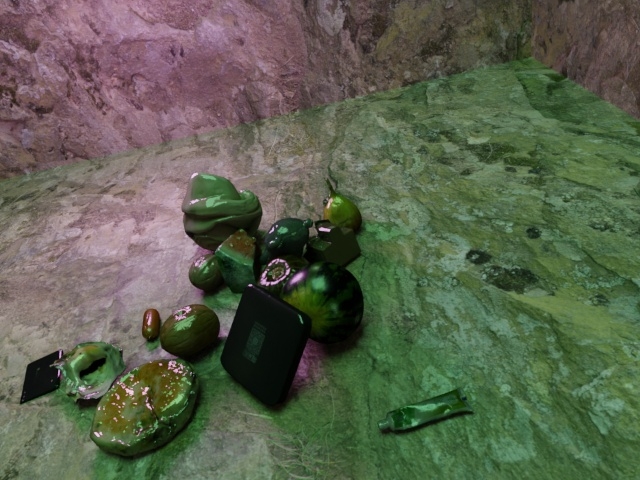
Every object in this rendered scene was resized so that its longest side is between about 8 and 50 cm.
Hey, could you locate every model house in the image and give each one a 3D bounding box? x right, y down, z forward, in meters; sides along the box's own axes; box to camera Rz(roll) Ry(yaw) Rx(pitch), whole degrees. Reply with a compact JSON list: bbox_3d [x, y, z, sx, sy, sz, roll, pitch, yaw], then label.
[{"bbox_3d":[0.000,0.000,1.944,0.181,0.176,0.248,-36,29,-29],"label":"model house"}]

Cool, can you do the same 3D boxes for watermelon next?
[{"bbox_3d":[0.006,0.191,1.554,0.269,0.269,0.269,-10,34,7],"label":"watermelon"},{"bbox_3d":[-0.292,0.054,1.937,0.140,0.192,0.256,-5,33,15],"label":"watermelon"}]

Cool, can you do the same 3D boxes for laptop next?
[{"bbox_3d":[-0.978,0.473,1.741,0.135,0.016,0.197,-23,34,-10],"label":"laptop"}]

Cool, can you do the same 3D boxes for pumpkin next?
[{"bbox_3d":[-0.124,0.156,1.768,0.219,0.162,0.219,-24,43,25],"label":"pumpkin"}]

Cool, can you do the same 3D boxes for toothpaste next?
[{"bbox_3d":[0.268,0.445,1.286,0.248,0.046,0.078,-16,38,-6],"label":"toothpaste"}]

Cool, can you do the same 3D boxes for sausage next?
[{"bbox_3d":[-0.623,0.301,1.824,0.062,0.054,0.183,8,27,-17],"label":"sausage"}]

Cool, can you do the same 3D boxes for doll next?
[{"bbox_3d":[-0.125,0.014,1.920,0.246,0.340,0.158,-40,84,-19],"label":"doll"}]

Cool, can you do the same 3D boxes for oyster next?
[{"bbox_3d":[-0.760,0.429,1.645,0.275,0.100,0.271,-24,36,-4],"label":"oyster"}]

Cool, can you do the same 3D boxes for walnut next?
[{"bbox_3d":[-0.438,0.124,1.941,0.140,0.140,0.162,11,52,33],"label":"walnut"},{"bbox_3d":[-0.438,0.301,1.660,0.207,0.167,0.167,-31,37,-26],"label":"walnut"}]

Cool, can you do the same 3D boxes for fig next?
[{"bbox_3d":[0.069,-0.143,2.038,0.159,0.257,0.159,-21,21,8],"label":"fig"}]

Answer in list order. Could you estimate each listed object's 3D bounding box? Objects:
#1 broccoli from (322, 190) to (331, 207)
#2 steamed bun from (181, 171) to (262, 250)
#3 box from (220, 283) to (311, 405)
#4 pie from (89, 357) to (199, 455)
[{"bbox_3d":[0.050,-0.177,2.235,0.095,0.092,0.097,13,11,18],"label":"broccoli"},{"bbox_3d":[-0.432,-0.084,2.093,0.343,0.367,0.255,19,64,-5],"label":"steamed bun"},{"bbox_3d":[-0.169,0.304,1.480,0.290,0.288,0.073,23,5,42],"label":"box"},{"bbox_3d":[-0.522,0.491,1.492,0.339,0.077,0.339,-12,36,9],"label":"pie"}]
